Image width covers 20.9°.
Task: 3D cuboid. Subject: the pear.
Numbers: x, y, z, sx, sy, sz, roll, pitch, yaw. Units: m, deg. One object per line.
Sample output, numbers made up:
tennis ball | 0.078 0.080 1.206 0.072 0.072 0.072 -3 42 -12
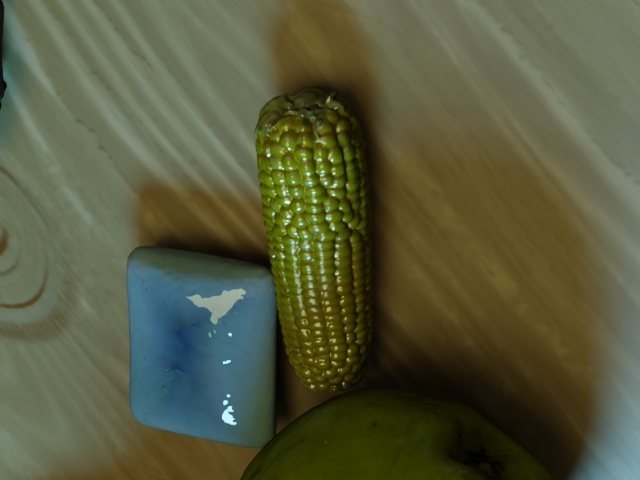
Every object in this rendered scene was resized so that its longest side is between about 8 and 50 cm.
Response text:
pear | 0.046 0.280 1.418 0.287 0.287 0.375 37 129 3

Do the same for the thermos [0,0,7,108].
thermos | -0.327 -0.165 1.457 0.099 0.124 0.232 -2 118 25

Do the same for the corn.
corn | 0.000 0.002 1.420 0.091 0.091 0.260 -1 116 13

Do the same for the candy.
candy | -0.101 0.092 1.503 0.138 0.071 0.174 9 116 18
